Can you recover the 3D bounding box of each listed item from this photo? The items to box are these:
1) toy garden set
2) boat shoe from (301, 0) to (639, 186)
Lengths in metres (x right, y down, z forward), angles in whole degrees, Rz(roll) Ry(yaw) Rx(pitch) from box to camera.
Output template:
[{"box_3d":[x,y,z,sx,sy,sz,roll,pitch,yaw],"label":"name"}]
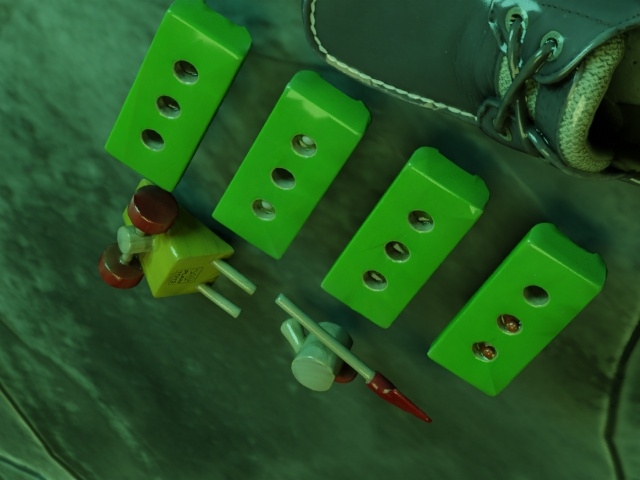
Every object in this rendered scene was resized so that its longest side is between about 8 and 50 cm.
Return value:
[{"box_3d":[0.000,0.000,0.728,0.244,0.049,0.204,33,136,-2],"label":"toy garden set"},{"box_3d":[0.115,-0.072,0.555,0.285,0.092,0.102,16,135,18],"label":"boat shoe"}]
